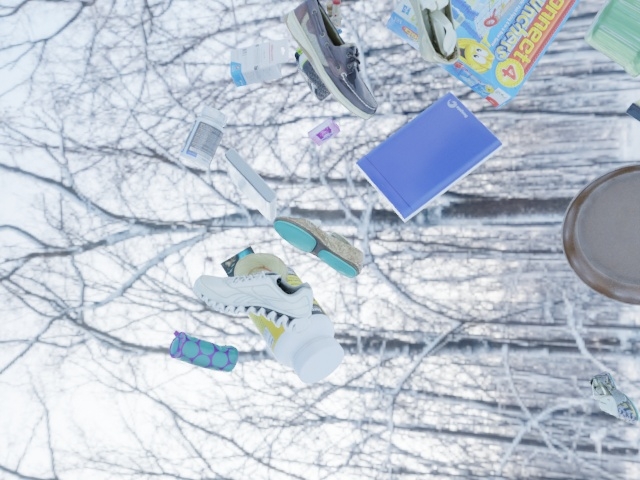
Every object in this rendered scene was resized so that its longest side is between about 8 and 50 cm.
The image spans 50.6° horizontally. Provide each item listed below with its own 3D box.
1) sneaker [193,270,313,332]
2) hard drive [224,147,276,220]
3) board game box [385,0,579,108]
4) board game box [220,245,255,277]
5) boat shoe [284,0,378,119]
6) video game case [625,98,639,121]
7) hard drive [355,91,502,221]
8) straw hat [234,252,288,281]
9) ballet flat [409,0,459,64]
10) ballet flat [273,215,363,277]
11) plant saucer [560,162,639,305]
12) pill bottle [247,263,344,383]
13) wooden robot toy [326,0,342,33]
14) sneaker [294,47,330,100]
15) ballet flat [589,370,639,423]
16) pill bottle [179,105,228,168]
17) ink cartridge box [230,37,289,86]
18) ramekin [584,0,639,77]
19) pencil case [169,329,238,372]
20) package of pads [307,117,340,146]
[{"bbox_3d":[-0.153,0.118,1.598,0.110,0.291,0.119,-69,-7,-64],"label":"sneaker"},{"bbox_3d":[-0.219,-0.172,2.168,0.040,0.203,0.307,-43,-4,-8],"label":"hard drive"},{"bbox_3d":[0.346,-0.490,1.406,0.308,0.301,0.086,-56,3,-5],"label":"board game box"},{"bbox_3d":[-0.250,0.129,2.360,0.186,0.126,0.026,57,168,7],"label":"board game box"},{"bbox_3d":[0.037,-0.389,1.441,0.285,0.092,0.103,54,-152,0],"label":"boat shoe"},{"bbox_3d":[0.967,-0.296,1.788,0.248,0.275,0.035,-26,-29,-45],"label":"video game case"},{"bbox_3d":[0.280,-0.222,1.769,0.210,0.318,0.040,51,177,23],"label":"hard drive"},{"bbox_3d":[-0.156,0.104,1.779,0.061,0.144,0.145,-99,-4,-61],"label":"straw hat"},{"bbox_3d":[0.212,-0.424,1.238,0.248,0.086,0.086,64,-146,-48],"label":"ballet flat"},{"bbox_3d":[0.000,0.000,1.380,0.206,0.073,0.067,35,-127,-8],"label":"ballet flat"},{"bbox_3d":[0.646,-0.015,1.353,0.050,0.310,0.311,-49,-46,-55],"label":"plant saucer"},{"bbox_3d":[-0.079,0.232,1.907,0.187,0.334,0.188,-23,-40,-21],"label":"pill bottle"},{"bbox_3d":[0.012,-0.563,1.689,0.173,0.078,0.076,-95,3,-62],"label":"wooden robot toy"},{"bbox_3d":[-0.019,-0.509,2.037,0.097,0.084,0.235,50,179,21],"label":"sneaker"},{"bbox_3d":[0.416,0.228,0.972,0.114,0.041,0.041,-87,-10,-71],"label":"ballet flat"},{"bbox_3d":[-0.280,-0.249,1.635,0.137,0.078,0.078,-67,-27,-6],"label":"pill bottle"},{"bbox_3d":[-0.174,-0.529,2.014,0.060,0.180,0.104,66,-163,-57],"label":"ink cartridge box"},{"bbox_3d":[0.719,-0.529,1.489,0.304,0.148,0.303,-56,-8,-12],"label":"ramekin"},{"bbox_3d":[-0.267,0.256,1.554,0.151,0.064,0.070,23,-140,-32],"label":"pencil case"},{"bbox_3d":[0.010,-0.305,1.905,0.050,0.083,0.032,36,-150,-46],"label":"package of pads"}]
